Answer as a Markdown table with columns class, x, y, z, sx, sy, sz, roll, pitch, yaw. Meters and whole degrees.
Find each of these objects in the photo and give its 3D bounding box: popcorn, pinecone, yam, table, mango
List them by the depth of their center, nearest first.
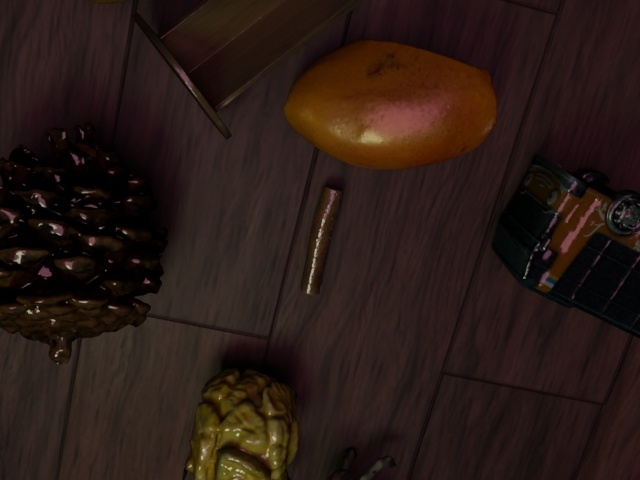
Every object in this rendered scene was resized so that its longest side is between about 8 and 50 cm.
| class | x | y | z | sx | sy | sz | roll | pitch | yaw |
| --- | --- | --- | --- | --- | --- | --- | --- | --- | --- |
| table | -0.067 | -0.247 | 0.825 | 0.226 | 0.167 | 0.167 | -38 | 106 | -1 |
| pinecone | -0.283 | 0.008 | 0.849 | 0.243 | 0.243 | 0.257 | 31 | 61 | -13 |
| mango | 0.083 | -0.160 | 0.868 | 0.252 | 0.126 | 0.154 | -2 | 96 | -2 |
| yam | 0.000 | 0.000 | 0.962 | 0.032 | 0.032 | 0.145 | 11 | 106 | -7 |
| popcorn | -0.107 | 0.265 | 0.984 | 0.173 | 0.168 | 0.195 | -11 | 146 | -12 |

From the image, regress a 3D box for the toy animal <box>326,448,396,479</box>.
| class | x | y | z | sx | sy | sz | roll | pitch | yaw |
| --- | --- | --- | --- | --- | --- | --- | --- | --- | --- |
| toy animal | 0.076 | 0.417 | 1.032 | 0.089 | 0.170 | 0.255 | -15 | 98 | 41 |

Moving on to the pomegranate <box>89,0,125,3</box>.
| class | x | y | z | sx | sy | sz | roll | pitch | yaw |
| --- | --- | --- | --- | --- | --- | --- | --- | --- | --- |
| pomegranate | -0.219 | -0.353 | 0.731 | 0.248 | 0.248 | 0.248 | -1 | 108 | -4 |

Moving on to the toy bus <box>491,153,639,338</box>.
| class | x | y | z | sx | sy | sz | roll | pitch | yaw |
| --- | --- | --- | --- | --- | --- | --- | --- | --- | --- |
| toy bus | 0.368 | 0.017 | 0.939 | 0.275 | 0.138 | 0.167 | 26 | 106 | -14 |
